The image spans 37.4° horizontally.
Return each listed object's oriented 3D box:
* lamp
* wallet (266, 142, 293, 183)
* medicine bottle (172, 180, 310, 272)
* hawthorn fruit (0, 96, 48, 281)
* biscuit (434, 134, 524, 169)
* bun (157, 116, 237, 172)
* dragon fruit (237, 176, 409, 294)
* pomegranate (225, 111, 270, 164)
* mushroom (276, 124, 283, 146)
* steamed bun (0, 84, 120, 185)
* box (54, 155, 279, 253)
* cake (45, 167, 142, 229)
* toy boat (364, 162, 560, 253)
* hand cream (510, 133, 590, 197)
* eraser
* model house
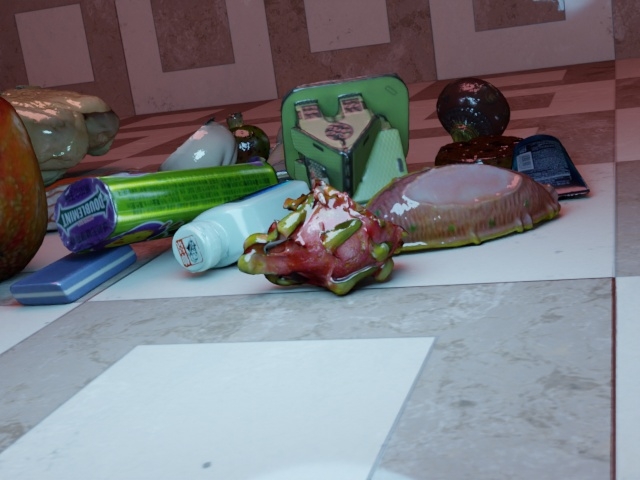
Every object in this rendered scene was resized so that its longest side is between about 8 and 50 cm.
[{"bbox_3d":[0.311,-0.257,1.954,0.135,0.157,0.156,-56,2,-25],"label":"lamp"},{"bbox_3d":[-0.013,-0.154,1.867,0.223,0.077,0.309,-10,15,5],"label":"wallet"},{"bbox_3d":[-0.112,-0.019,1.332,0.121,0.083,0.229,-23,2,37],"label":"medicine bottle"},{"bbox_3d":[-0.553,-0.109,1.388,0.284,0.369,0.285,-9,-8,-1],"label":"hawthorn fruit"},{"bbox_3d":[0.304,-0.156,1.750,0.192,0.049,0.192,-9,20,3],"label":"biscuit"},{"bbox_3d":[-0.233,-0.151,1.883,0.173,0.120,0.173,-42,7,6],"label":"bun"},{"bbox_3d":[0.000,0.000,1.134,0.207,0.150,0.133,-15,-16,-1],"label":"dragon fruit"},{"bbox_3d":[-0.174,-0.206,2.076,0.130,0.130,0.130,-8,13,2],"label":"pomegranate"},{"bbox_3d":[-0.043,-0.244,2.186,0.122,0.095,0.351,-22,10,3],"label":"mushroom"},{"bbox_3d":[-0.701,-0.256,2.364,0.324,0.231,0.372,10,19,17],"label":"steamed bun"},{"bbox_3d":[-0.215,-0.059,1.409,0.134,0.097,0.345,-24,-8,39],"label":"box"},{"bbox_3d":[-0.423,-0.069,1.729,0.287,0.098,0.135,-7,11,26],"label":"cake"},{"bbox_3d":[0.186,-0.046,1.277,0.317,0.099,0.141,-11,55,-12],"label":"toy boat"},{"bbox_3d":[0.360,-0.113,1.531,0.120,0.061,0.270,-7,18,11],"label":"hand cream"},{"bbox_3d":[-0.341,0.044,1.325,0.081,0.036,0.225,-4,14,16],"label":"eraser"},{"bbox_3d":[0.068,-0.102,1.492,0.218,0.205,0.279,-11,43,-6],"label":"model house"}]
